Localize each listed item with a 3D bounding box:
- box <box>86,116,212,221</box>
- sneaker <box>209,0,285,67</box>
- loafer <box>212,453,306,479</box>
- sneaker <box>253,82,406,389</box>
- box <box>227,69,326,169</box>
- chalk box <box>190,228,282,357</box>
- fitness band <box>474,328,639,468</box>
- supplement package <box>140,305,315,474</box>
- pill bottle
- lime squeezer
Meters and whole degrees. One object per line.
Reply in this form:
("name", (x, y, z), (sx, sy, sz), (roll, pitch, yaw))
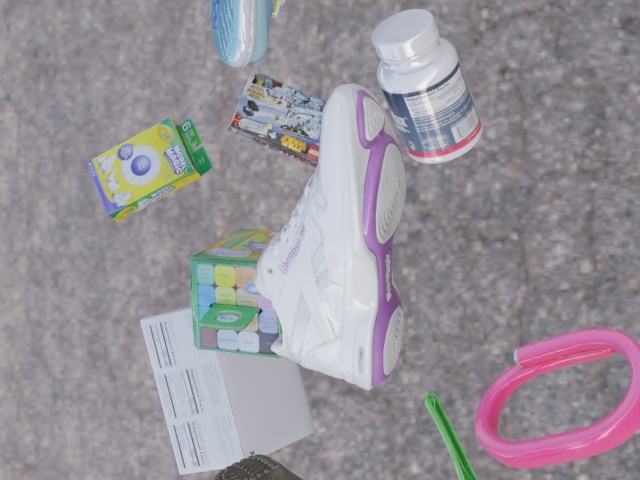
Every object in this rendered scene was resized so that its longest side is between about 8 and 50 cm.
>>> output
("box", (-0.266, -0.116, 1.977), (0.179, 0.043, 0.105), (-28, 69, 4))
("sneaker", (-0.033, -0.357, 1.656), (0.127, 0.208, 0.318), (134, 141, -59))
("loafer", (-0.030, 0.304, 1.312), (0.268, 0.102, 0.092), (28, 143, 66))
("sneaker", (0.000, 0.000, 1.186), (0.152, 0.114, 0.305), (11, 117, 22))
("box", (-0.051, -0.169, 1.770), (0.027, 0.137, 0.094), (133, 159, -68))
("chalk box", (-0.090, 0.072, 1.686), (0.132, 0.213, 0.132), (5, 105, 20))
("fitness band", (0.361, 0.235, 1.886), (0.291, 0.054, 0.209), (-20, 37, 33))
("supplement package", (-0.149, 0.225, 2.075), (0.145, 0.204, 0.261), (-14, 89, 34))
("pill bottle", (0.132, -0.198, 1.605), (0.108, 0.108, 0.180), (32, 153, 51))
("lime squeezer", (0.219, 0.306, 1.454), (0.310, 0.059, 0.109), (42, 121, 42))
